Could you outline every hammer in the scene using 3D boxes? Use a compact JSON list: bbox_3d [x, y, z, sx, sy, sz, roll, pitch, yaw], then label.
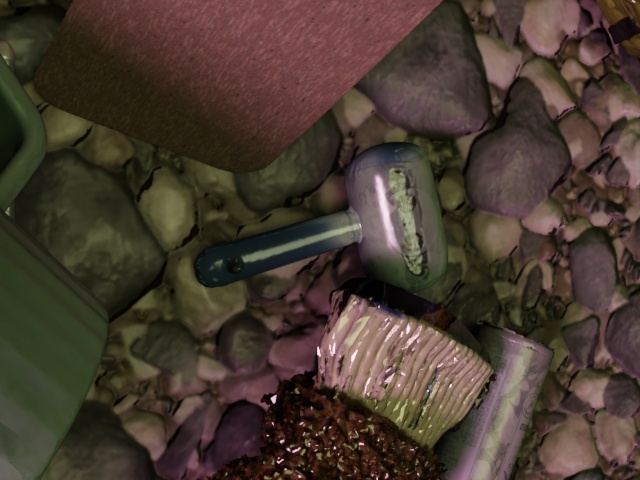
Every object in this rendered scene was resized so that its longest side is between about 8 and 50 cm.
[{"bbox_3d":[0.000,0.000,0.709,0.193,0.069,0.116,-16,102,-13],"label":"hammer"}]

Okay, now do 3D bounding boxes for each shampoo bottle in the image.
[{"bbox_3d":[0.127,0.178,0.776,0.072,0.072,0.214,22,86,-24],"label":"shampoo bottle"}]

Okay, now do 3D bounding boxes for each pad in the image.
[{"bbox_3d":[-0.060,-0.121,0.571,0.176,0.266,0.002,19,59,-24],"label":"pad"}]

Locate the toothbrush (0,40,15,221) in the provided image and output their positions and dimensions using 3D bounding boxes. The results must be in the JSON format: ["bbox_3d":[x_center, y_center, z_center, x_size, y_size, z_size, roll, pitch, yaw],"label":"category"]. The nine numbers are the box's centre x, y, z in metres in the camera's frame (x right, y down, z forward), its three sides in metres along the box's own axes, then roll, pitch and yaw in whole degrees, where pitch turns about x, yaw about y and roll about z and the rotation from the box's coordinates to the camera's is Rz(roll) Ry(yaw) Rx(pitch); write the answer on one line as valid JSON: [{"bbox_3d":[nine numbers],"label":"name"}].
[{"bbox_3d":[-0.214,0.040,0.631,0.025,0.030,0.343,-2,94,-28],"label":"toothbrush"}]

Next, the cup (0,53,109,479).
[{"bbox_3d":[-0.302,-0.022,0.427,0.392,0.310,0.401,42,77,-20],"label":"cup"}]

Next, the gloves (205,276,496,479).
[{"bbox_3d":[-0.001,0.177,0.666,0.312,0.135,0.210,-57,157,-4],"label":"gloves"}]

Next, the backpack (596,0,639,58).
[{"bbox_3d":[0.330,-0.265,0.788,0.253,0.140,0.207,-38,109,-9],"label":"backpack"}]
